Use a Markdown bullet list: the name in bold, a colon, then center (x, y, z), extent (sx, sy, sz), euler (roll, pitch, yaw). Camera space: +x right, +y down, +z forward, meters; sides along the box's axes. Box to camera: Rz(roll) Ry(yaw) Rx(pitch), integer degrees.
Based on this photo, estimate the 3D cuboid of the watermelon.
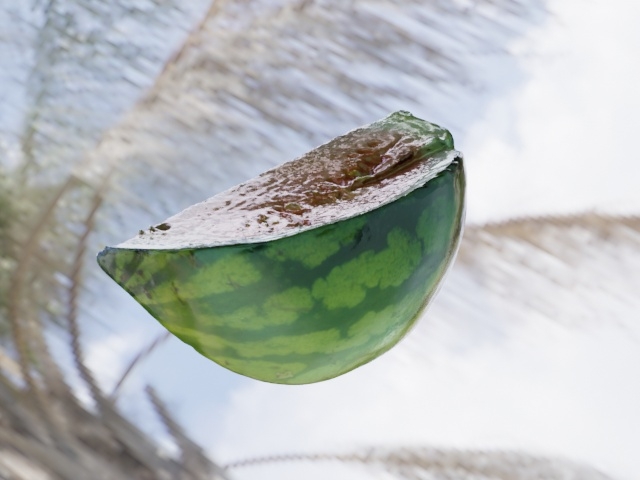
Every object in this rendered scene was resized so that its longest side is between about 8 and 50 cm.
- **watermelon**: center (0.016, -0.004, 1.379), extent (0.303, 0.159, 0.128), euler (-27, -12, -37)
